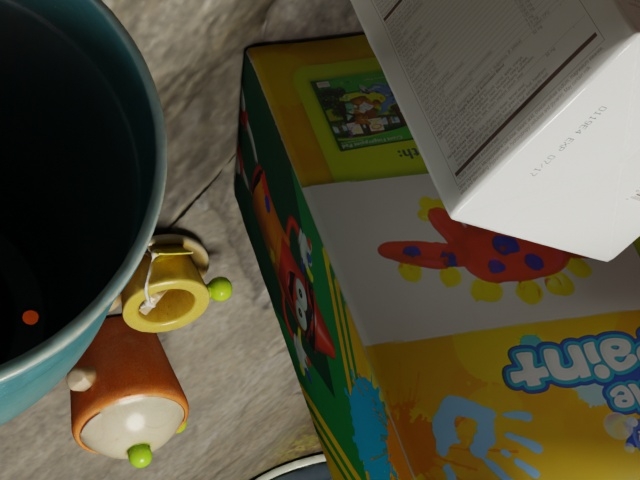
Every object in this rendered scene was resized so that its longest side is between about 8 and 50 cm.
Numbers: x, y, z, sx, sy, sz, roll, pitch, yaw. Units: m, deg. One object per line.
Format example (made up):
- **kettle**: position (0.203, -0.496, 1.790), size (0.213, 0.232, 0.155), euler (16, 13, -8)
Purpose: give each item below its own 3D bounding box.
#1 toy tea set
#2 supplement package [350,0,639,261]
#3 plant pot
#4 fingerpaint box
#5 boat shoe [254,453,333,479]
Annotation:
- **toy tea set**: position (-0.232, 0.105, 0.911), size (0.336, 0.124, 0.200), euler (-5, 142, -23)
- **supplement package**: position (0.117, -0.132, 0.671), size (0.134, 0.244, 0.139), euler (14, 133, -39)
- **plant pot**: position (-0.239, 0.003, 0.673), size (0.272, 0.271, 0.255), euler (-7, 157, -19)
- **fingerpaint box**: position (0.203, 0.024, 0.817), size (0.445, 0.371, 0.163), euler (-10, 144, -17)
- **boat shoe**: position (0.024, 0.284, 1.325), size (0.255, 0.079, 0.095), euler (-15, 146, -9)
